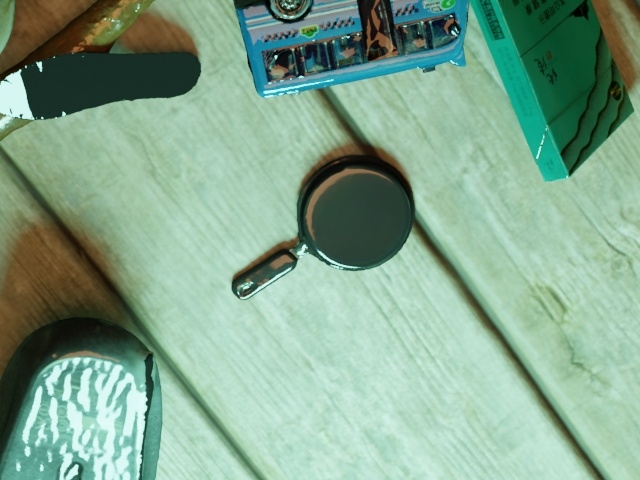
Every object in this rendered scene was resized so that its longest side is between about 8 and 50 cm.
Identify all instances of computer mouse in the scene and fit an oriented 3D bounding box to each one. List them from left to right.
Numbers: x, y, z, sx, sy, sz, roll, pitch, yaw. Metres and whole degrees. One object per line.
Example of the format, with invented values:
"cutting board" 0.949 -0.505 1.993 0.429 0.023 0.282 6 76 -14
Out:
"computer mouse" -0.280 0.243 1.992 0.203 0.114 0.373 12 114 -11

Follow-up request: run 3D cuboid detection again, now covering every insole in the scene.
"insole" -0.234 -0.170 1.871 0.232 0.003 0.080 -10 130 -24

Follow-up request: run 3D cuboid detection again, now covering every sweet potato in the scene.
"sweet potato" -0.287 -0.178 1.882 0.314 0.072 0.066 -37 82 4

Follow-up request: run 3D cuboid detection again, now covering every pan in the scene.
"pan" 0.000 0.000 1.980 0.235 0.028 0.136 -34 107 6

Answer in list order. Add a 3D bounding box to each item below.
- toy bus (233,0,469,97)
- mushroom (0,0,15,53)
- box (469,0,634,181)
"toy bus" 0.037 -0.235 1.862 0.246 0.113 0.134 -11 108 -1
"mushroom" -0.412 -0.241 1.783 0.206 0.209 0.206 -1 129 -1
"box" 0.250 -0.199 1.880 0.042 0.161 0.226 -7 115 44
